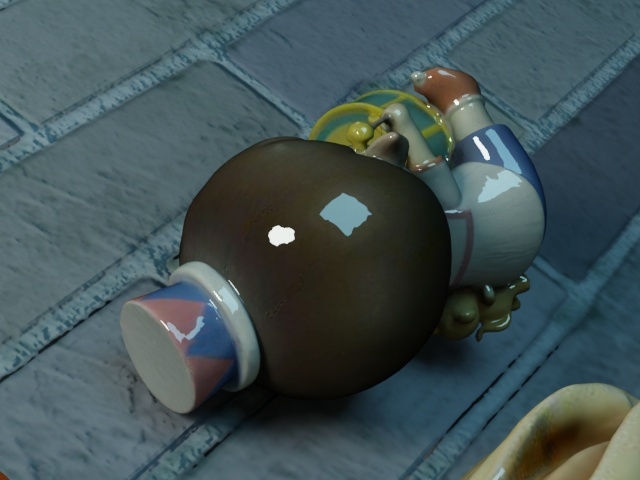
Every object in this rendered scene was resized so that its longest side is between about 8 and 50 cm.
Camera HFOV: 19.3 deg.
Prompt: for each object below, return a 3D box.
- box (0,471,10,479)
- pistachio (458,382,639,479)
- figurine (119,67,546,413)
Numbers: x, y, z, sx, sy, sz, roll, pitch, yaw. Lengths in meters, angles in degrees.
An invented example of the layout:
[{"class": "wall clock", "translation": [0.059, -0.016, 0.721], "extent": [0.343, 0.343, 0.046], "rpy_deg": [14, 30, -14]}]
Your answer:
[{"class": "box", "translation": [-0.164, 0.217, 0.577], "extent": [0.283, 0.214, 0.259], "rpy_deg": [39, 33, 13]}, {"class": "pistachio", "translation": [0.127, 0.183, 0.870], "extent": [0.193, 0.214, 0.318], "rpy_deg": [1, 25, 41]}, {"class": "figurine", "translation": [0.008, 0.003, 1.037], "extent": [0.158, 0.161, 0.275], "rpy_deg": [21, 26, 28]}]
